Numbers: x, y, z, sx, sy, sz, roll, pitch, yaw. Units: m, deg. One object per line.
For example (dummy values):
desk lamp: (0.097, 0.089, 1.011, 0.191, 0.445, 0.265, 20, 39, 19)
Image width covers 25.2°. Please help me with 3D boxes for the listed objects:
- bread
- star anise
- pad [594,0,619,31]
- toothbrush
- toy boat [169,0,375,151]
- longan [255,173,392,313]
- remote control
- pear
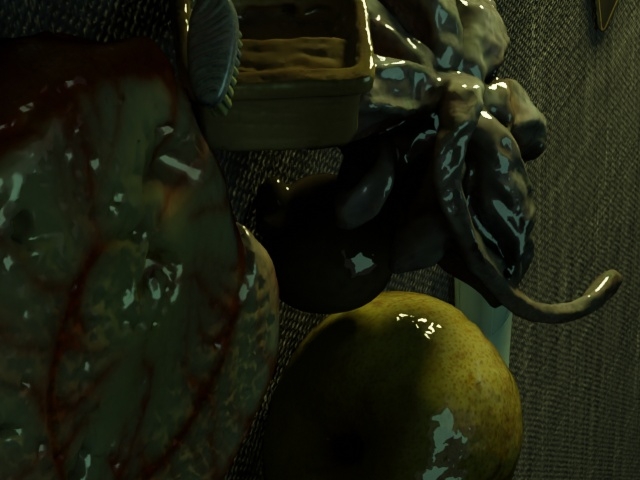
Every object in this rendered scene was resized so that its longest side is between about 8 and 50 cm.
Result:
bread: (-0.144, 0.057, 0.746, 0.295, 0.114, 0.328, -60, 152, -29)
star anise: (0.088, -0.090, 1.005, 0.359, 0.139, 0.316, -3, 81, -46)
pad: (0.352, -0.404, 1.602, 0.315, 0.063, 0.375, -62, 151, -27)
toothbrush: (-0.046, -0.248, 0.787, 0.037, 0.028, 0.375, 55, 37, -73)
toy boat: (-0.034, -0.132, 0.855, 0.061, 0.116, 0.188, 93, -9, -46)
longan: (0.000, 0.000, 1.047, 0.119, 0.106, 0.106, 35, 66, -23)
remote control: (0.177, 0.075, 1.505, 0.103, 0.051, 0.293, -47, 144, -47)
pear: (0.062, 0.155, 1.136, 0.211, 0.188, 0.229, 7, 97, -57)
